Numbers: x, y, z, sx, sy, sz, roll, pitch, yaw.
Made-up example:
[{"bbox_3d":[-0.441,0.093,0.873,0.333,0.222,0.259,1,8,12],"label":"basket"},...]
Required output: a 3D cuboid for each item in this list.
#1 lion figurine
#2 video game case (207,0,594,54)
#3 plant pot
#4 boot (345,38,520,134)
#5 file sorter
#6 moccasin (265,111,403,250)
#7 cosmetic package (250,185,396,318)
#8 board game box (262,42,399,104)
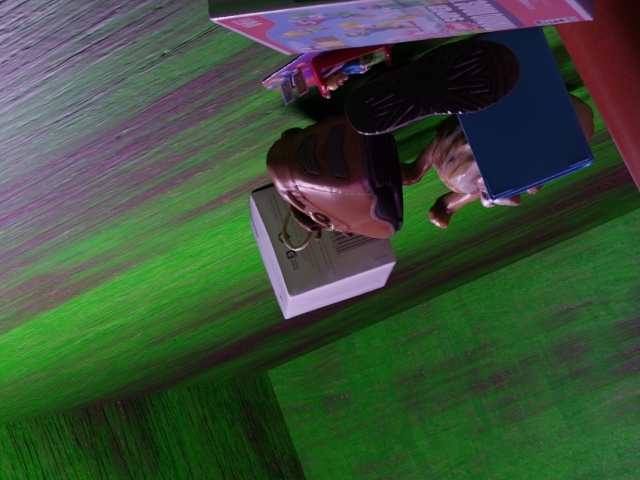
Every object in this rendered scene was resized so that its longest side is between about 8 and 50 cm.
[{"bbox_3d":[0.256,-0.131,2.314,0.240,0.142,0.392,-38,175,41],"label":"lion figurine"},{"bbox_3d":[0.073,-0.196,1.500,0.285,0.025,0.204,-4,176,18],"label":"video game case"},{"bbox_3d":[0.346,-0.189,1.642,0.272,0.265,0.272,-20,171,-3],"label":"plant pot"},{"bbox_3d":[0.114,-0.156,1.806,0.189,0.076,0.208,-12,-179,11],"label":"boot"},{"bbox_3d":[0.215,-0.142,1.954,0.118,0.170,0.104,-22,175,10],"label":"file sorter"},{"bbox_3d":[0.016,-0.064,2.082,0.147,0.139,0.380,-7,178,10],"label":"moccasin"},{"bbox_3d":[0.000,0.000,2.365,0.151,0.151,0.184,-19,170,-7],"label":"cosmetic package"},{"bbox_3d":[0.028,-0.172,1.784,0.133,0.033,0.168,-11,167,-45],"label":"board game box"}]
